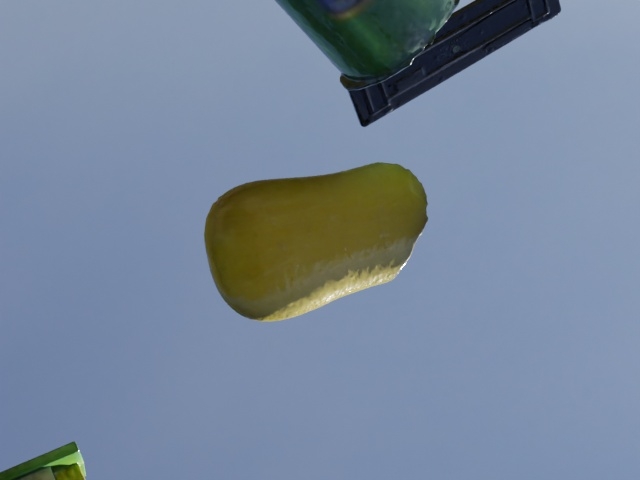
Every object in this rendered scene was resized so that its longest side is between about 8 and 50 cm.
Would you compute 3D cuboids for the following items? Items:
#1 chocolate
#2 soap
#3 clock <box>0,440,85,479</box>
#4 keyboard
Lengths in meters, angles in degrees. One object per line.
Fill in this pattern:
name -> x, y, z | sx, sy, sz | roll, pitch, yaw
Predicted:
chocolate -> -0.036, -0.220, 0.861 | 0.110, 0.291, 0.110 | -29, -142, 26
soap -> 0.000, 0.000, 0.919 | 0.168, 0.089, 0.033 | -10, 177, -36
clock -> -0.262, 0.337, 1.221 | 0.220, 0.255, 0.106 | -21, 163, -13
keyboard -> 0.114, -0.168, 1.227 | 0.204, 0.061, 0.013 | -30, -133, -6
